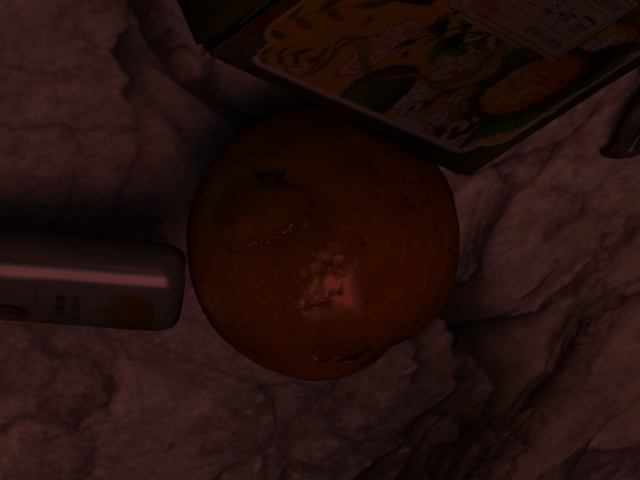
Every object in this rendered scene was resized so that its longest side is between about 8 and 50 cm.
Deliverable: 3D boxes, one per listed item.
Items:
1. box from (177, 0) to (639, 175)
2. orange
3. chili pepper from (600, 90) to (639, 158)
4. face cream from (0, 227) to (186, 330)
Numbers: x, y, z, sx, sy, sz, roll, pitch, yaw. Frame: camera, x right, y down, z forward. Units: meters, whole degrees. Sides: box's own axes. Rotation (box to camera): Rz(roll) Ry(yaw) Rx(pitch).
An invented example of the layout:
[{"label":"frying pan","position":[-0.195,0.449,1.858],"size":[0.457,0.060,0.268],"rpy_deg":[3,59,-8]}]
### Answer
[{"label":"box","position":[0.140,-0.237,1.506],"size":[0.373,0.138,0.420],"rpy_deg":[-32,153,23]},{"label":"orange","position":[0.000,0.000,1.716],"size":[0.246,0.246,0.246],"rpy_deg":[-9,133,-10]},{"label":"chili pepper","position":[0.321,-0.125,1.843],"size":[0.050,0.041,0.153],"rpy_deg":[43,114,4]},{"label":"face cream","position":[-0.268,0.032,1.750],"size":[0.291,0.071,0.144],"rpy_deg":[6,160,-8]}]
